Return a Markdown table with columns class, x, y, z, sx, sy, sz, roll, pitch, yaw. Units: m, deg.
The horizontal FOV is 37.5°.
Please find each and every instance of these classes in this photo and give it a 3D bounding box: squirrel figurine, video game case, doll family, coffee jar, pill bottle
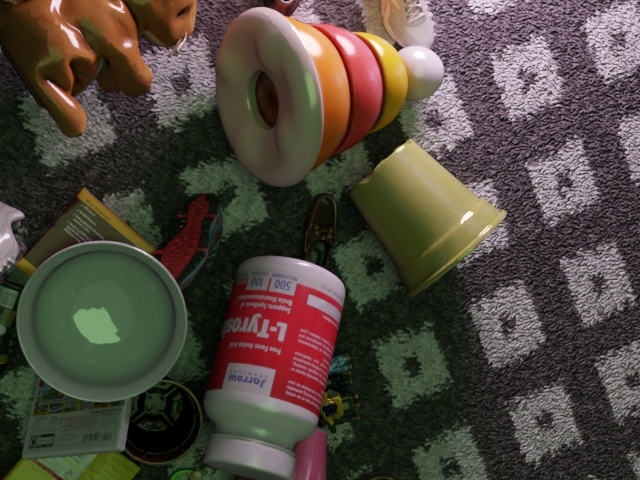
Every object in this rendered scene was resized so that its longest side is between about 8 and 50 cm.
| class | x | y | z | sx | sy | sz | roll | pitch | yaw |
| --- | --- | --- | --- | --- | --- | --- | --- | --- | --- |
| squirrel figurine | -0.425 | -0.450 | 1.741 | 0.370 | 0.281 | 0.397 | -35 | 115 | -11 |
| video game case | -0.458 | 0.310 | 1.806 | 0.227 | 0.026 | 0.206 | -10 | 58 | 23 |
| doll family | 0.019 | 0.325 | 2.026 | 0.111 | 0.076 | 0.192 | -12 | 90 | -10 |
| coffee jar | -0.625 | 0.172 | 1.834 | 0.079 | 0.096 | 0.184 | 22 | 87 | -13 |
| pill bottle | -0.098 | 0.254 | 1.853 | 0.229 | 0.229 | 0.407 | 19 | 68 | -15 |

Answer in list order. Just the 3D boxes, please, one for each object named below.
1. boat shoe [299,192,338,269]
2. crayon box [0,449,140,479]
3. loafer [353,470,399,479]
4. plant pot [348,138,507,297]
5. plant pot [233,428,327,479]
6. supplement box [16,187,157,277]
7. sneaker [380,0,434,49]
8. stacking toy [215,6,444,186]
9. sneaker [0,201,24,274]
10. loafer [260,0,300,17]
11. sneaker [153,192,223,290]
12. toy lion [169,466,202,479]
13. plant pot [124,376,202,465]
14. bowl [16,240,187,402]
| class | x | y | z | sx | sy | sz | roll | pitch | yaw |
| --- | --- | --- | --- | --- | --- | --- | --- | --- | --- |
| boat shoe | 0.000 | 0.000 | 2.009 | 0.073 | 0.073 | 0.206 | 10 | 88 | -14 |
| crayon box | -0.538 | 0.510 | 1.874 | 0.202 | 0.081 | 0.318 | 42 | 81 | -12 |
| loafer | 0.068 | 0.584 | 2.034 | 0.251 | 0.087 | 0.094 | -27 | 98 | -12 |
| plant pot | 0.205 | -0.064 | 1.983 | 0.276 | 0.276 | 0.254 | -40 | 89 | -10 |
| plant pot | -0.068 | 0.474 | 1.952 | 0.201 | 0.201 | 0.180 | 21 | 71 | -15 |
| supplement box | -0.458 | 0.030 | 1.857 | 0.191 | 0.129 | 0.194 | 42 | 82 | -12 |
| sneaker | 0.176 | -0.528 | 2.015 | 0.099 | 0.121 | 0.262 | -29 | 99 | -12 |
| stacking toy | 0.055 | -0.320 | 1.943 | 0.480 | 0.351 | 0.350 | -16 | 96 | -33 |
| sneaker | -0.631 | 0.037 | 1.774 | 0.118 | 0.110 | 0.292 | 22 | 50 | -28 |
| loafer | -0.032 | -0.605 | 1.970 | 0.109 | 0.095 | 0.302 | 23 | 86 | -15 |
| sneaker | -0.245 | 0.025 | 1.873 | 0.104 | 0.261 | 0.125 | 3 | 132 | 18 |
| toy lion | -0.295 | 0.527 | 1.968 | 0.096 | 0.034 | 0.100 | 0 | 91 | -7 |
| plant pot | -0.326 | 0.342 | 1.881 | 0.167 | 0.165 | 0.166 | -1 | 94 | -13 |
| bowl | -0.396 | 0.137 | 1.734 | 0.298 | 0.134 | 0.297 | -1 | 99 | -8 |
